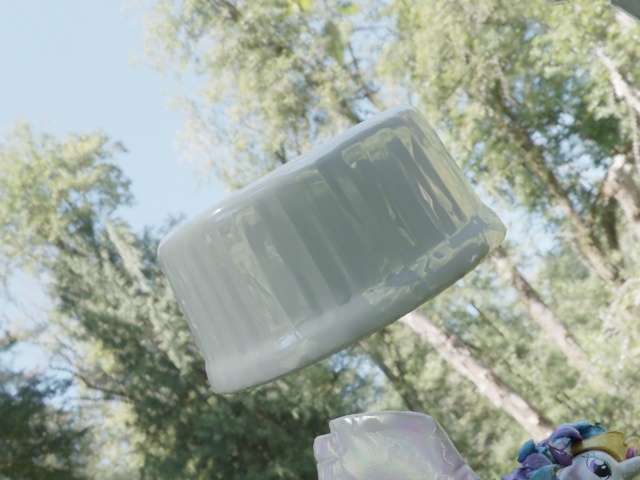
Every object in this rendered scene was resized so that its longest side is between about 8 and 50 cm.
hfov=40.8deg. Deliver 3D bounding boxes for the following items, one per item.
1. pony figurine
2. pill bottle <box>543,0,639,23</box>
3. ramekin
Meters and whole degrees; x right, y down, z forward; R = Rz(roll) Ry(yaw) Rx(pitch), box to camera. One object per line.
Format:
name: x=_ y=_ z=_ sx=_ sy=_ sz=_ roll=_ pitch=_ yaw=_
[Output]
pony figurine: x=0.144 y=0.303 z=0.779 sx=0.351 sy=0.302 sz=0.363 roll=-25 pitch=6 yaw=27
pill bottle: x=0.099 y=-0.196 z=0.417 sx=0.117 sy=0.215 sz=0.117 roll=-45 pitch=-16 yaw=-16
ramekin: x=0.000 y=0.000 z=0.720 sx=0.277 sy=0.135 sz=0.277 roll=-30 pitch=3 yaw=2
